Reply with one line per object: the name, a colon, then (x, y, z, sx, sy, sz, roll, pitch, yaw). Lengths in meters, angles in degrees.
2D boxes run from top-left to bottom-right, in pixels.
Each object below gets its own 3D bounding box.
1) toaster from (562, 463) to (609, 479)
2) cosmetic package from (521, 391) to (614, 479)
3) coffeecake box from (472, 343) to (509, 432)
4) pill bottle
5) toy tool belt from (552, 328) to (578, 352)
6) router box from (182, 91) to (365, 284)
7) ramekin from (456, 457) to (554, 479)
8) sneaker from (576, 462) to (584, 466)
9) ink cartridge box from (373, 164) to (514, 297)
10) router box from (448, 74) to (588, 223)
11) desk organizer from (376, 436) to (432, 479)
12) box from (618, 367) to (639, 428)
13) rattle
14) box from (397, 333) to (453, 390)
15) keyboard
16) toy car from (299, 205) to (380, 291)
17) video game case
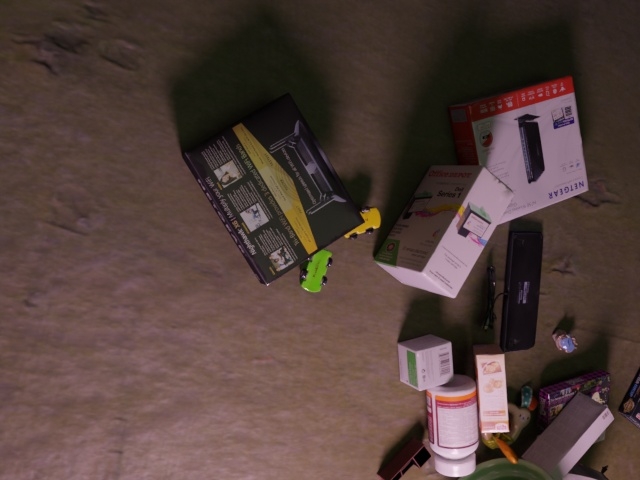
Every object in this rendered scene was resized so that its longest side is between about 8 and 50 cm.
toaster: (0.678, 0.678, 1.849, 0.168, 0.110, 0.185, 17, 92, -3)
cosmetic package: (0.645, 0.515, 1.820, 0.239, 0.099, 0.060, -44, 122, -10)
coffeecake box: (0.414, 0.357, 1.704, 0.068, 0.142, 0.185, -4, 91, 8)
pill bottle: (0.322, 0.447, 1.696, 0.121, 0.121, 0.221, -9, 100, -25)
toy tool belt: (0.668, 0.279, 1.889, 0.052, 0.051, 0.083, -46, 113, -15)
router box: (-0.093, -0.102, 1.405, 0.243, 0.081, 0.308, -32, 97, -13)
ramekin: (0.460, 0.701, 1.702, 0.303, 0.303, 0.148, -41, 119, -17)
sneaker: (0.695, 0.701, 1.946, 0.075, 0.063, 0.170, 31, 87, -26)
ink cartridge box: (0.275, -0.029, 1.573, 0.117, 0.201, 0.278, 37, 79, -25)
router box: (0.497, -0.225, 1.729, 0.336, 0.082, 0.301, -20, 104, -23)
desk organizer: (0.204, 0.543, 1.688, 0.130, 0.050, 0.047, -41, 111, -17)
box: (1.000, 0.487, 2.078, 0.220, 0.051, 0.175, 37, 79, -26)
rattle: (0.517, 0.467, 1.791, 0.200, 0.143, 0.130, -21, 90, -17)
box: (0.250, 0.288, 1.661, 0.102, 0.087, 0.101, -10, 100, -25)
keyboard: (0.489, 0.133, 1.796, 0.202, 0.033, 0.317, 0, 95, -32)
toy car: (0.000, 0.000, 1.524, 0.239, 0.053, 0.225, 19, 88, -26)
video game case: (0.694, 0.479, 1.917, 0.232, 0.042, 0.210, -10, 109, -25)
